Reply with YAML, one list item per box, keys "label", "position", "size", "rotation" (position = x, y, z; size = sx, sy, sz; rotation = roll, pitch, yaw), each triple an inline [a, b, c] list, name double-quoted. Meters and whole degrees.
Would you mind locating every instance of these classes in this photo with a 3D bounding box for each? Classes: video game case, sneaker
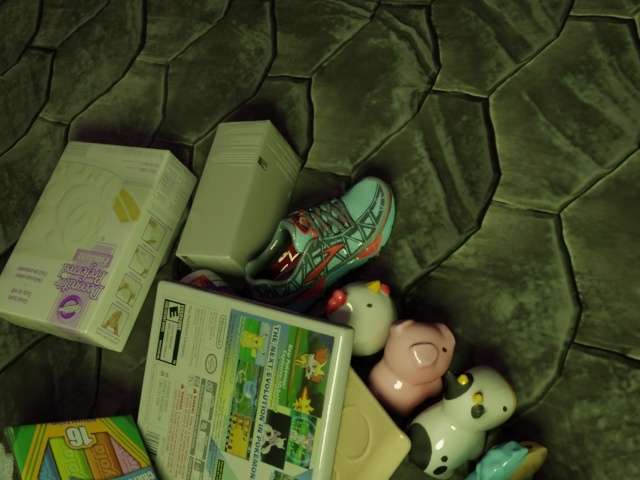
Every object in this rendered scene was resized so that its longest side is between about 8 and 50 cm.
- label: "video game case"
  position: [-0.114, 0.239, 1.051]
  size: [0.300, 0.036, 0.329]
  rotation: [12, 94, 31]
- label: "sneaker"
  position: [0.000, 0.000, 1.157]
  size: [0.262, 0.125, 0.104]
  rotation: [-45, 53, -3]

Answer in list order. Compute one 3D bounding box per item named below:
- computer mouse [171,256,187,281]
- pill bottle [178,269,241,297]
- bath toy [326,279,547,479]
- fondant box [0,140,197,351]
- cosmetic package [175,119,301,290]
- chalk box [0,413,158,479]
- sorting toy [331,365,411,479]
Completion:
- label: "computer mouse"
  position: [-0.212, 0.125, 1.251]
  size: [0.071, 0.041, 0.242]
  rotation: [-2, 53, 6]
- label: "pill bottle"
  position: [-0.128, 0.137, 1.146]
  size: [0.193, 0.108, 0.108]
  rotation: [39, 84, 25]
- label: "bath toy"
  position: [0.119, 0.164, 1.004]
  size: [0.151, 0.129, 0.348]
  rotation: [-42, 52, 0]
- label: "fondant box"
  position: [-0.381, 0.000, 1.367]
  size: [0.238, 0.096, 0.330]
  rotation: [8, 68, 30]
- label: "cosmetic package"
  position: [-0.121, -0.052, 1.248]
  size: [0.107, 0.127, 0.238]
  rotation: [-1, 64, 25]
- label: "chalk box"
  position: [-0.295, 0.390, 1.013]
  size: [0.180, 0.179, 0.289]
  rotation: [-58, 48, 30]
- label: "sorting toy"
  position: [0.007, 0.246, 1.033]
  size: [0.208, 0.038, 0.193]
  rotation: [47, 116, 35]
